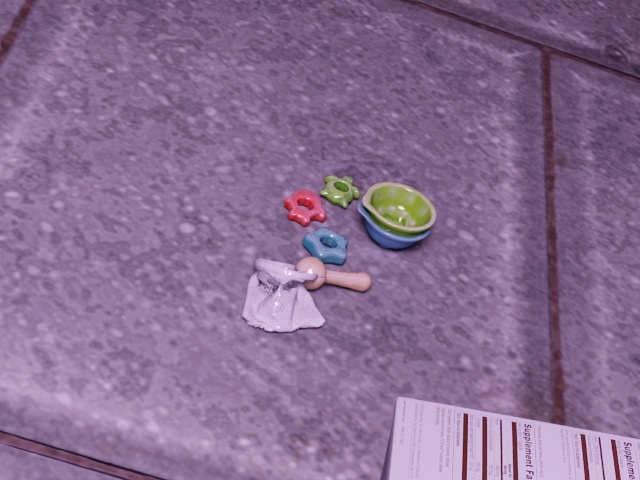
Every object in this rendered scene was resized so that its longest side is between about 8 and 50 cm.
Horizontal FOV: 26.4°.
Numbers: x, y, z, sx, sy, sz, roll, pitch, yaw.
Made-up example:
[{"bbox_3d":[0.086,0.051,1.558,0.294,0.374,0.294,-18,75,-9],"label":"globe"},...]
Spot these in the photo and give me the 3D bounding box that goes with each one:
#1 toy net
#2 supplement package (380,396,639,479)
[{"bbox_3d":[0.000,0.000,1.197,0.122,0.045,0.232,37,41,16],"label":"toy net"},{"bbox_3d":[0.120,0.216,0.727,0.203,0.194,0.149,11,32,1],"label":"supplement package"}]
